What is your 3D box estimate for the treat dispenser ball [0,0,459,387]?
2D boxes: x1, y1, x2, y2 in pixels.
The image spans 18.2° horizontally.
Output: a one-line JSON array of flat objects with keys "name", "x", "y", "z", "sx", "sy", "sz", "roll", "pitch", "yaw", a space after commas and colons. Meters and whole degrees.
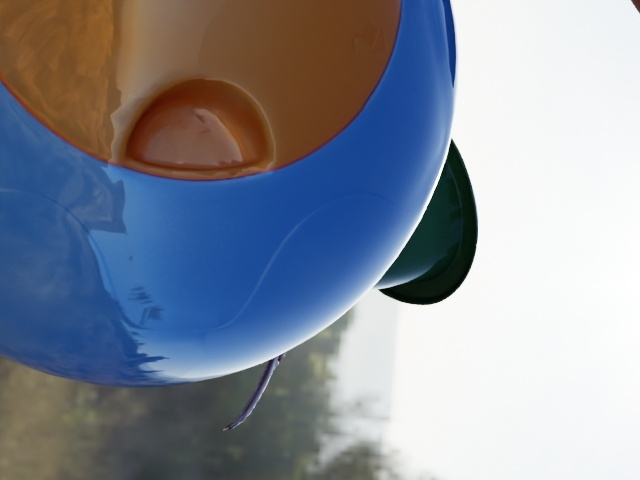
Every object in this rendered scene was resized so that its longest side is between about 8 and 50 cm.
[{"name": "treat dispenser ball", "x": -0.081, "y": -0.078, "z": 0.904, "sx": 0.288, "sy": 0.288, "sz": 0.288, "roll": 4, "pitch": 90, "yaw": -87}]

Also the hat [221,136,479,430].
[{"name": "hat", "x": 0.000, "y": 0.000, "z": 1.503, "sx": 0.173, "sy": 0.183, "sz": 0.208, "roll": -26, "pitch": -94, "yaw": 52}]

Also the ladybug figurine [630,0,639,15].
[{"name": "ladybug figurine", "x": 0.302, "y": -0.258, "z": 1.451, "sx": 0.162, "sy": 0.305, "sz": 0.449, "roll": -46, "pitch": -139, "yaw": 37}]
